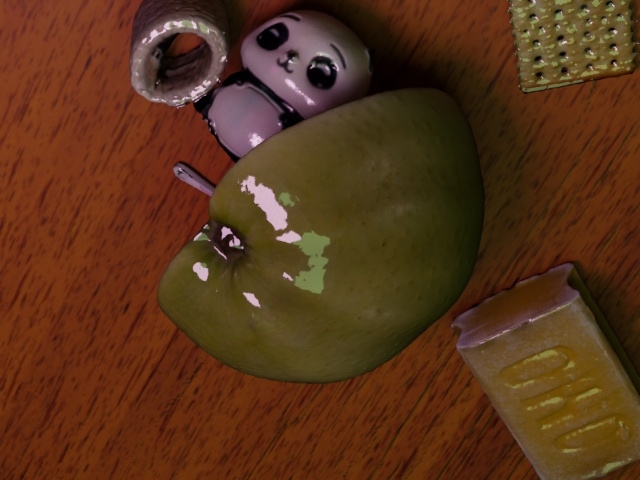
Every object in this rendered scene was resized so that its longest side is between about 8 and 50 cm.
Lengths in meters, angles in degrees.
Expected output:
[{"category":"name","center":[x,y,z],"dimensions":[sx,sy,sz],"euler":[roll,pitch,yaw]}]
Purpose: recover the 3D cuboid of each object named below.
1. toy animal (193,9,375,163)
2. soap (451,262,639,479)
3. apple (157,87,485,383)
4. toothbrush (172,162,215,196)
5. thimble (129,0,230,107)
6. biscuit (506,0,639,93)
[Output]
[{"category":"toy animal","center":[-0.037,-0.165,1.926],"dimensions":[0.166,0.138,0.179],"euler":[43,111,14]},{"category":"soap","center":[0.295,0.170,2.221],"dimensions":[0.173,0.089,0.274],"euler":[-25,123,16]},{"category":"apple","center":[0.000,0.000,1.954],"dimensions":[0.311,0.360,0.320],"euler":[2,98,37]},{"category":"toothbrush","center":[-0.090,-0.029,2.096],"dimensions":[0.204,0.022,0.017],"euler":[36,133,-25]},{"category":"thimble","center":[-0.149,-0.207,1.920],"dimensions":[0.102,0.090,0.115],"euler":[18,122,-16]},{"category":"biscuit","center":[0.267,-0.265,1.943],"dimensions":[0.139,0.016,0.231],"euler":[-10,126,5]}]
